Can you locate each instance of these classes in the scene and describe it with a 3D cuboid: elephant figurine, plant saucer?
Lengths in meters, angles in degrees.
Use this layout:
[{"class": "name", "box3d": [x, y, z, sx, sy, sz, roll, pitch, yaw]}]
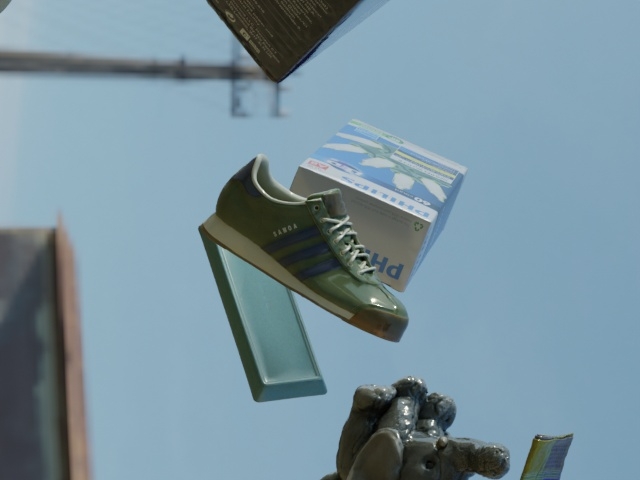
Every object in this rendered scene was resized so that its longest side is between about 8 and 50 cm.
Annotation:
[{"class": "elephant figurine", "box3d": [0.104, 0.268, 2.076, 0.239, 0.169, 0.186, -113, -155, -64]}, {"class": "plant saucer", "box3d": [-0.050, 0.054, 1.564, 0.018, 0.067, 0.192, 110, -33, -49]}]

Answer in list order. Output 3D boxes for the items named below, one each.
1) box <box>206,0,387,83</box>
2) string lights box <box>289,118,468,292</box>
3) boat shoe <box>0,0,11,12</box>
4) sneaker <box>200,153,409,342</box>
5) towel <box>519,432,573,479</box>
[{"class": "box", "box3d": [0.023, -0.202, 1.080, 0.108, 0.153, 0.207, 52, -21, -2]}, {"class": "string lights box", "box3d": [0.053, -0.038, 1.733, 0.260, 0.133, 0.077, -49, 162, -73]}, {"class": "boat shoe", "box3d": [-0.232, -0.143, 1.105, 0.137, 0.049, 0.043, -43, -131, 23]}, {"class": "sneaker", "box3d": [0.000, 0.000, 1.463, 0.086, 0.192, 0.064, -62, 165, 9]}, {"class": "towel", "box3d": [0.159, 0.179, 1.318, 0.009, 0.060, 0.083, 19, -85, 32]}]
